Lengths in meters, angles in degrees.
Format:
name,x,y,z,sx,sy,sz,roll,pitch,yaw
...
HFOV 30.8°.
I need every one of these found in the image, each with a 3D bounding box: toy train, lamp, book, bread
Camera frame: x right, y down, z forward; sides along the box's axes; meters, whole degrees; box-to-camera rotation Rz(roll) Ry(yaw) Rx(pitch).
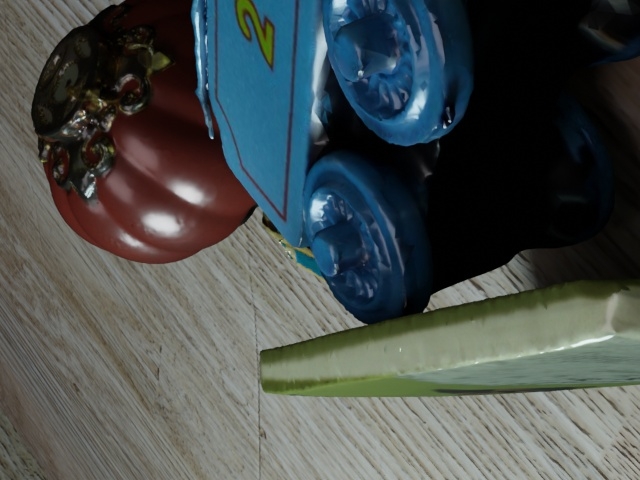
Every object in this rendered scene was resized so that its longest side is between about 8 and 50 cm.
name,x,y,z,sx,sy,sz,roll,pitch,yaw
toy train,0.044,-0.113,0.676,0.265,0.188,0.300,50,151,34
lamp,-0.121,-0.091,0.942,0.227,0.227,0.227,39,144,35
book,0.140,0.064,0.634,0.352,0.239,0.035,158,114,-62
bread,0.000,0.000,0.976,0.106,0.053,0.072,27,160,49
